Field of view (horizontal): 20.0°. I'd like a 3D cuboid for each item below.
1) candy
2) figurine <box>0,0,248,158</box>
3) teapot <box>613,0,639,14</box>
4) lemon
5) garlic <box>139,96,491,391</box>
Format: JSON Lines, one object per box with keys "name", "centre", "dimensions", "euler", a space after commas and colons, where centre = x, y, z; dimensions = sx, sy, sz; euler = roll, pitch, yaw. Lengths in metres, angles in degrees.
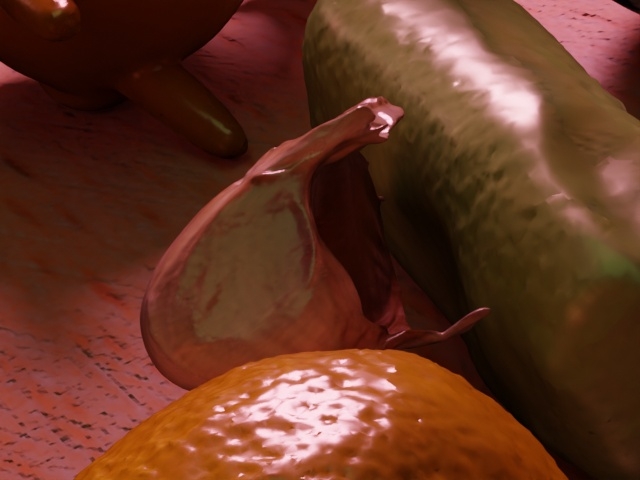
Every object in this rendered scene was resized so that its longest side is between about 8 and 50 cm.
{"name": "candy", "centre": [0.093, -0.025, 0.813], "dimensions": [0.132, 0.142, 0.343], "euler": [-10, 30, -15]}
{"name": "figurine", "centre": [-0.083, -0.266, 1.088], "dimensions": [0.387, 0.268, 0.401], "euler": [-62, 9, -10]}
{"name": "teapot", "centre": [0.249, -0.223, 0.974], "dimensions": [0.280, 0.252, 0.424], "euler": [31, 25, 18]}
{"name": "lemon", "centre": [-0.009, 0.136, 0.559], "dimensions": [0.188, 0.188, 0.257], "euler": [12, 44, 37]}
{"name": "garlic", "centre": [-0.004, 0.012, 0.732], "dimensions": [0.124, 0.099, 0.174], "euler": [-29, 0, 14]}
